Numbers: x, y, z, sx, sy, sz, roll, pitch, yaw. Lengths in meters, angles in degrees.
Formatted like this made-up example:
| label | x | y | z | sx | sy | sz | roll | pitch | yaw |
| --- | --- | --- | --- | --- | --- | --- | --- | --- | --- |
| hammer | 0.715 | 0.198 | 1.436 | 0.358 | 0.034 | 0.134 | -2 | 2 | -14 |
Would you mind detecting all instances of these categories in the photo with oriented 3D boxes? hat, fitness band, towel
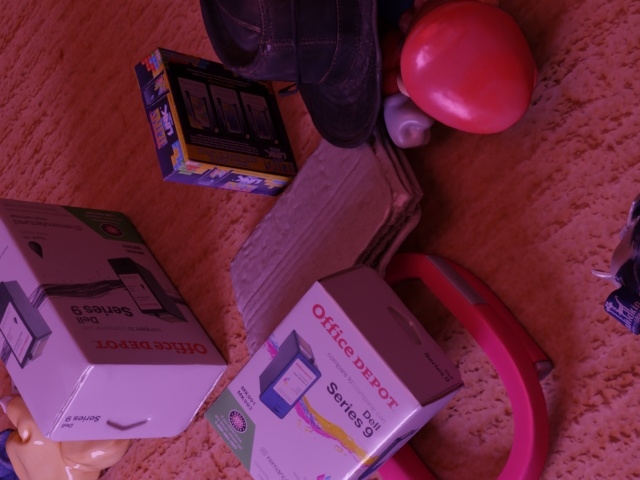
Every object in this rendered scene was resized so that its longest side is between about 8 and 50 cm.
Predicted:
| label | x | y | z | sx | sy | sz | roll | pitch | yaw |
| --- | --- | --- | --- | --- | --- | --- | --- | --- | --- |
| hat | -0.047 | -0.242 | 1.172 | 0.331 | 0.134 | 0.331 | 170 | 90 | -75 |
| fitness band | 0.110 | 0.139 | 1.152 | 0.291 | 0.054 | 0.209 | 52 | 123 | 34 |
| towel | 0.000 | 0.000 | 1.239 | 0.282 | 0.049 | 0.187 | -51 | 36 | 29 |

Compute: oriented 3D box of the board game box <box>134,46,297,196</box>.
| label | x | y | z | sx | sy | sz | roll | pitch | yaw |
| --- | --- | --- | --- | --- | --- | --- | --- | --- | --- |
| board game box | -0.112 | -0.127 | 1.298 | 0.048 | 0.170 | 0.141 | -30 | 66 | 36 |

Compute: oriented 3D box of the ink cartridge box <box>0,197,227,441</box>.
| label | x | y | z | sx | sy | sz | roll | pitch | yaw |
| --- | --- | --- | --- | --- | --- | --- | --- | --- | --- |
| ink cartridge box | -0.276 | 0.091 | 1.408 | 0.289 | 0.211 | 0.121 | 50 | 118 | 33 |

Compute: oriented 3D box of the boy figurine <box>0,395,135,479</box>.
| label | x | y | z | sx | sy | sz | roll | pitch | yaw |
| --- | --- | --- | --- | --- | --- | --- | --- | --- | --- |
| boy figurine | -0.351 | 0.269 | 1.530 | 0.285 | 0.092 | 0.177 | -27 | 100 | 37 |

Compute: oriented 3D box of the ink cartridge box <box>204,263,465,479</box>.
| label | x | y | z | sx | sy | sz | roll | pitch | yaw |
| --- | --- | --- | --- | --- | --- | --- | --- | --- | --- |
| ink cartridge box | 0.010 | 0.150 | 1.127 | 0.154 | 0.093 | 0.212 | 50 | 121 | 16 |

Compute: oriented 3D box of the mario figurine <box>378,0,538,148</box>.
| label | x | y | z | sx | sy | sz | roll | pitch | yaw |
| --- | --- | --- | --- | --- | --- | --- | --- | --- | --- |
| mario figurine | 0.121 | -0.217 | 1.150 | 0.198 | 0.170 | 0.320 | 91 | 160 | -49 |

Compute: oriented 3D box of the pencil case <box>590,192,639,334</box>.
| label | x | y | z | sx | sy | sz | roll | pitch | yaw |
| --- | --- | --- | --- | --- | --- | --- | --- | --- | --- |
| pencil case | 0.350 | -0.110 | 0.870 | 0.183 | 0.160 | 0.410 | 26 | 105 | 26 |

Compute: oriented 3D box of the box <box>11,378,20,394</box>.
| label | x | y | z | sx | sy | sz | roll | pitch | yaw |
| --- | --- | --- | --- | --- | --- | --- | --- | --- | --- |
| box | -0.343 | 0.152 | 1.548 | 0.102 | 0.087 | 0.101 | -5 | 83 | 43 |
